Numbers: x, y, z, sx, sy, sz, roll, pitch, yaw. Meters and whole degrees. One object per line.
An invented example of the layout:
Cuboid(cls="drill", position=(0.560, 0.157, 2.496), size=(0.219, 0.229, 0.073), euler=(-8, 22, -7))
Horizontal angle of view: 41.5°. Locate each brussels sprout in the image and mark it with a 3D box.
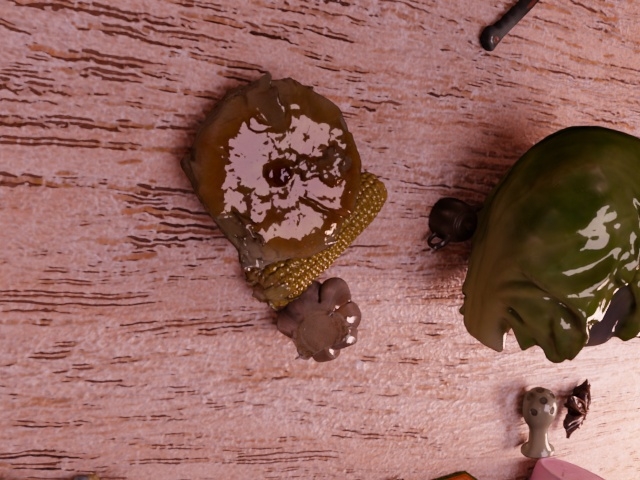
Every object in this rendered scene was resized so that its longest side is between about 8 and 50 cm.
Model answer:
Cuboid(cls="brussels sprout", position=(0.440, -0.014, 1.443), size=(0.425, 0.342, 0.360), euler=(-18, 113, -34))

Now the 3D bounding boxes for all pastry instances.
Cuboid(cls="pastry", position=(-0.054, -0.094, 1.153), size=(0.236, 0.121, 0.257), euler=(-36, 106, -12))

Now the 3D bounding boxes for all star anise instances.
Cuboid(cls="star anise", position=(0.559, 0.382, 1.858), size=(0.124, 0.056, 0.129), euler=(-22, 124, -52))

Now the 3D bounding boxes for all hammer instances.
Cuboid(cls="hammer", position=(0.371, -0.424, 1.439), size=(0.288, 0.033, 0.111), euler=(-44, 126, -16))

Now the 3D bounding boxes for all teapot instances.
Cuboid(cls="teapot", position=(0.231, -0.027, 1.454), size=(0.121, 0.068, 0.076), euler=(-43, 127, -17))

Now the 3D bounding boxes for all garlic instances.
Cuboid(cls="garlic", position=(0.015, 0.125, 1.330), size=(0.131, 0.127, 0.194), euler=(-44, 159, 14))

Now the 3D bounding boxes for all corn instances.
Cuboid(cls="corn", position=(-0.004, -0.004, 1.272), size=(0.260, 0.091, 0.091), euler=(-42, 92, -17))

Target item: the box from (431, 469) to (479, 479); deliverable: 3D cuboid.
Cuboid(cls="box", position=(0.291, 0.580, 1.638), size=(0.148, 0.195, 0.177), euler=(-5, 108, -36))

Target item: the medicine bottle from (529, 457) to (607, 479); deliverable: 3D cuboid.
Cuboid(cls="medicine bottle", position=(0.504, 0.652, 1.820), size=(0.202, 0.202, 0.315), euler=(17, 95, -40))

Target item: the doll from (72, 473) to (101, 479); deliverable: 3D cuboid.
Cuboid(cls="doll", position=(-0.351, 0.395, 1.129), size=(0.287, 0.151, 0.150), euler=(7, 102, -42))

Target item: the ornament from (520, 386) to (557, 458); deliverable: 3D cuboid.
Cuboid(cls="ornament", position=(0.457, 0.377, 1.773), size=(0.075, 0.081, 0.156), euler=(-4, 115, 3))

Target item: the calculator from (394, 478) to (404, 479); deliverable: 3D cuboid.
Cuboid(cls="calculator", position=(0.091, 0.587, 1.599), size=(0.166, 0.028, 0.274), euler=(-8, 111, -35))
